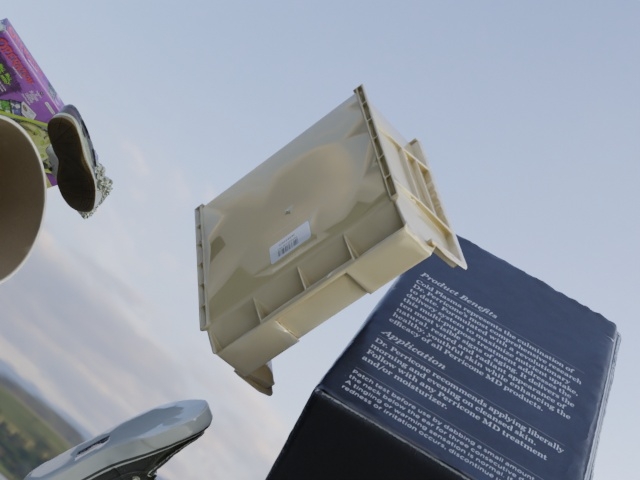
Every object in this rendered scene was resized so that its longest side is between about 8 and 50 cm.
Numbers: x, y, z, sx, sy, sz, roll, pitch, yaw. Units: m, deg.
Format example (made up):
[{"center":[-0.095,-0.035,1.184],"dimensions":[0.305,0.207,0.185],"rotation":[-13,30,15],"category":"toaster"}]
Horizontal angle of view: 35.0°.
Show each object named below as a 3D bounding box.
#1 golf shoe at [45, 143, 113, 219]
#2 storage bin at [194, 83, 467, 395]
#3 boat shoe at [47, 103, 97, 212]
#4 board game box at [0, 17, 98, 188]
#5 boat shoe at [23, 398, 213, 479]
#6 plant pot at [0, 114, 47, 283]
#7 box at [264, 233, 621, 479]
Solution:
[{"center":[-0.362,-0.095,1.511],"dimensions":[0.086,0.069,0.176],"rotation":[36,-22,9],"category":"golf shoe"},{"center":[0.000,0.000,1.120],"dimensions":[0.123,0.262,0.260],"rotation":[44,21,-34],"category":"storage bin"},{"center":[-0.310,-0.105,1.302],"dimensions":[0.056,0.049,0.152],"rotation":[9,-48,8],"category":"boat shoe"},{"center":[-0.574,-0.224,1.842],"dimensions":[0.346,0.208,0.056],"rotation":[66,11,-46],"category":"board game box"},{"center":[-0.208,0.240,1.092],"dimensions":[0.078,0.219,0.070],"rotation":[-93,157,-74],"category":"boat shoe"},{"center":[-0.602,-0.072,1.521],"dimensions":[0.274,0.256,0.256],"rotation":[8,-35,24],"category":"plant pot"},{"center":[0.103,0.311,1.234],"dimensions":[0.297,0.472,0.479],"rotation":[31,-62,9],"category":"box"}]
